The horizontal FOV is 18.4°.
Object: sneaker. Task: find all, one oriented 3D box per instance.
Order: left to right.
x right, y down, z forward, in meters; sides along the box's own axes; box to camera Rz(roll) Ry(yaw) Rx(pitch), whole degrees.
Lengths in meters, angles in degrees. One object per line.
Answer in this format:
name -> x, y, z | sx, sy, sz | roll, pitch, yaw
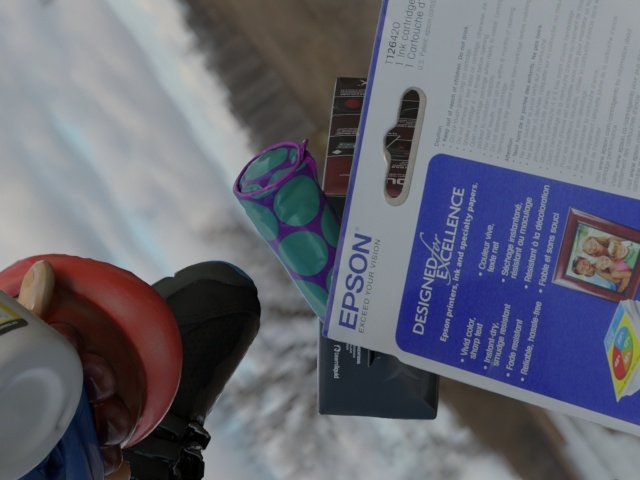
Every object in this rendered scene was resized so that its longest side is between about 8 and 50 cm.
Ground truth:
sneaker -> -0.124, 0.173, 1.279 | 0.139, 0.341, 0.125 | 30, 174, 29

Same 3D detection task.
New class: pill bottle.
pill bottle -> -0.146, 0.035, 0.719 | 0.116, 0.065, 0.065 | 33, 170, 32

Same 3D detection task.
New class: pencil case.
pencil case -> 0.000, 0.000, 1.474 | 0.152, 0.070, 0.064 | 54, -155, -23

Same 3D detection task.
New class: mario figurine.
mario figurine -> -0.165, 0.114, 0.937 | 0.170, 0.198, 0.320 | 21, -162, -9

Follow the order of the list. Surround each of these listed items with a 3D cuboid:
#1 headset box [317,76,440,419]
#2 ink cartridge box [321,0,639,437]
headset box -> 0.057, 0.008, 1.764 | 0.293, 0.110, 0.218 | -83, -5, -63
ink cartridge box -> 0.162, -0.043, 1.351 | 0.307, 0.304, 0.072 | 16, -171, 39
